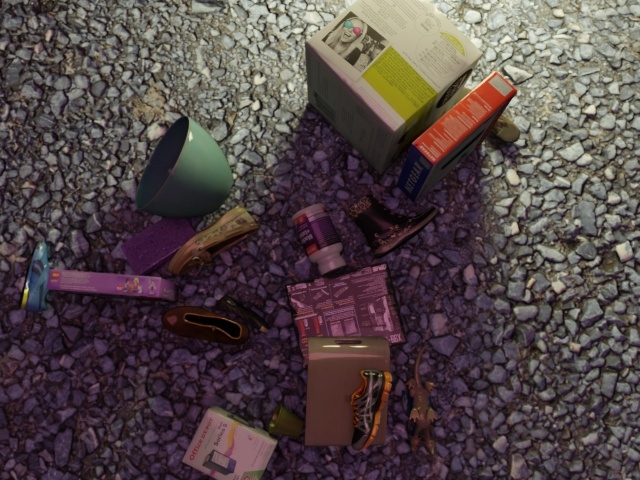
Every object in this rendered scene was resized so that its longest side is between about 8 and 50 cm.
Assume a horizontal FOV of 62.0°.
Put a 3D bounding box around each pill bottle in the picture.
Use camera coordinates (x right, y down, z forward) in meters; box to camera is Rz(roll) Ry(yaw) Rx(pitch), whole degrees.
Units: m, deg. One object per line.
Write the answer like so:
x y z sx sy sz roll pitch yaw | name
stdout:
0.000 0.000 1.548 0.108 0.108 0.193 -23 80 -5 | pill bottle

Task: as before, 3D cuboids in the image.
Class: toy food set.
0.067 0.414 1.451 0.220 0.092 0.306 2 94 -6 | toy food set

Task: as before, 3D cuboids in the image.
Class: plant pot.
-0.091 0.506 1.471 0.079 0.083 0.083 25 80 -8 | plant pot
-0.367 -0.179 1.520 0.195 0.290 0.290 28 78 -32 | plant pot

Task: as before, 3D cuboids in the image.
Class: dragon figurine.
0.272 0.447 1.477 0.085 0.144 0.289 -3 60 0 | dragon figurine

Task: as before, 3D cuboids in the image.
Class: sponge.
-0.473 0.007 1.571 0.210 0.031 0.117 -34 70 -6 | sponge

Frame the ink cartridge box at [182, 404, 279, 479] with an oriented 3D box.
-0.241 0.566 1.445 0.212 0.093 0.154 26 81 6 | ink cartridge box

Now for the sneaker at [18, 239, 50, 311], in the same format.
-0.812 0.105 1.549 0.082 0.069 0.209 13 67 -31 | sneaker

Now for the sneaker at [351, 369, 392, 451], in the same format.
0.114 0.433 1.373 0.083 0.084 0.214 19 82 -7 | sneaker

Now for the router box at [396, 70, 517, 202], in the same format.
0.365 -0.273 1.491 0.301 0.335 0.082 -41 80 -7 | router box

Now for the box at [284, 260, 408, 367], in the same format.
0.072 0.211 1.525 0.307 0.076 0.242 -13 80 -3 | box

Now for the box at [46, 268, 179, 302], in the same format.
-0.561 0.129 1.470 0.293 0.201 0.057 4 79 1 | box

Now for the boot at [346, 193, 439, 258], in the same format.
0.213 -0.078 1.580 0.236 0.085 0.178 -35 79 -8 | boot

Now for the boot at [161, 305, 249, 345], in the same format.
-0.324 0.227 1.412 0.264 0.280 0.096 20 79 3 | boot

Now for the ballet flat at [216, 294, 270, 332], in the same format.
-0.221 0.218 1.535 0.173 0.057 0.049 31 91 11 | ballet flat

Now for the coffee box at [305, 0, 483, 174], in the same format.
0.192 -0.461 1.523 0.334 0.337 0.338 -42 82 -8 | coffee box

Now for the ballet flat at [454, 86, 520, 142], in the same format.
0.516 -0.390 1.661 0.250 0.058 0.084 40 114 12 | ballet flat

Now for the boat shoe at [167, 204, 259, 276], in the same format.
-0.311 0.014 1.544 0.285 0.104 0.089 -40 79 -8 | boat shoe
